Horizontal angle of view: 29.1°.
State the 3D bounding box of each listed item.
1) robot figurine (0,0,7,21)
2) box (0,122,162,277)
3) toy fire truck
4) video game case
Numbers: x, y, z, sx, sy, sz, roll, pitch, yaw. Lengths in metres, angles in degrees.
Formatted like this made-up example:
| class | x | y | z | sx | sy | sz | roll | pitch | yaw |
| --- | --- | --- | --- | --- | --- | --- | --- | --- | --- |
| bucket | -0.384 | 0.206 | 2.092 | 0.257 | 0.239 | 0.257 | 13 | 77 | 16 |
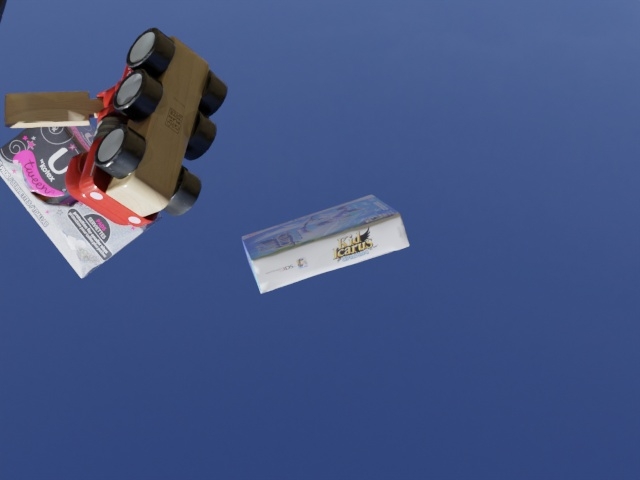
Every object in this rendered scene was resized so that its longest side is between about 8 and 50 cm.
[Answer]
| class | x | y | z | sx | sy | sz | roll | pitch | yaw |
| --- | --- | --- | --- | --- | --- | --- | --- | --- | --- |
| robot figurine | -0.563 | -0.355 | 1.705 | 0.174 | 0.209 | 0.278 | 5 | -107 | 37 |
| box | -0.401 | -0.087 | 2.050 | 0.142 | 0.247 | 0.163 | -37 | -175 | 9 |
| toy fire truck | -0.264 | -0.127 | 1.485 | 0.246 | 0.158 | 0.217 | -17 | -130 | 41 |
| video game case | 0.000 | 0.000 | 2.024 | 0.244 | 0.061 | 0.269 | -19 | -170 | -4 |
